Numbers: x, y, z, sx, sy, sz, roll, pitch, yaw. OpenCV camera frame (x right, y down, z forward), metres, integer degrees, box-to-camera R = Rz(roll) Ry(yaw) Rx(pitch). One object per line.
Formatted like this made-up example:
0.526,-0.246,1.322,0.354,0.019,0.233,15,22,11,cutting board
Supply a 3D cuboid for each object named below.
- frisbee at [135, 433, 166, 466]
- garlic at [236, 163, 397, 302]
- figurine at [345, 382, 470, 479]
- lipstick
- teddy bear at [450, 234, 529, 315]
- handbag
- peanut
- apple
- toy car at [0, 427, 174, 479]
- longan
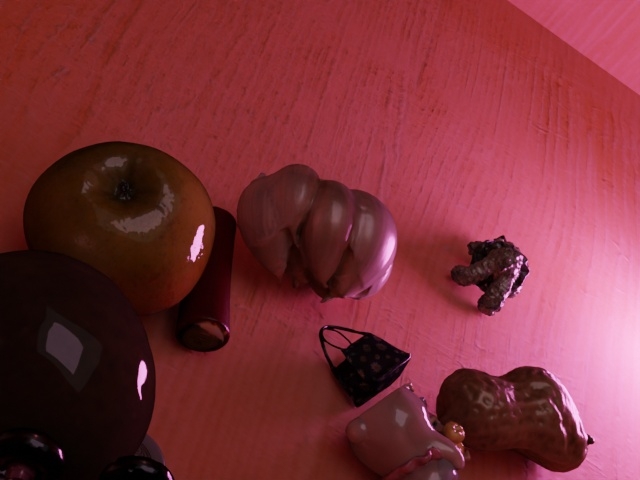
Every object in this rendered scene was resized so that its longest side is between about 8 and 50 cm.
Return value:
-0.242,0.274,1.253,0.110,0.014,0.110,23,40,-21,frisbee
0.016,-0.001,1.600,0.281,0.185,0.203,36,49,-42,garlic
0.149,0.332,1.454,0.235,0.127,0.155,55,29,10,figurine
-0.167,0.053,1.492,0.080,0.080,0.241,22,40,-23,lipstick
0.342,0.041,1.921,0.133,0.111,0.213,47,38,3,teddy bear
0.054,0.181,1.575,0.139,0.072,0.115,39,36,20,handbag
0.312,0.275,1.627,0.291,0.143,0.159,20,65,-26,peanut
-0.267,-0.017,1.372,0.261,0.194,0.260,10,56,-14,apple
-0.267,0.360,0.969,0.341,0.240,0.271,19,38,-9,toy car
-0.306,0.146,1.144,0.300,0.243,0.300,43,30,-32,longan
